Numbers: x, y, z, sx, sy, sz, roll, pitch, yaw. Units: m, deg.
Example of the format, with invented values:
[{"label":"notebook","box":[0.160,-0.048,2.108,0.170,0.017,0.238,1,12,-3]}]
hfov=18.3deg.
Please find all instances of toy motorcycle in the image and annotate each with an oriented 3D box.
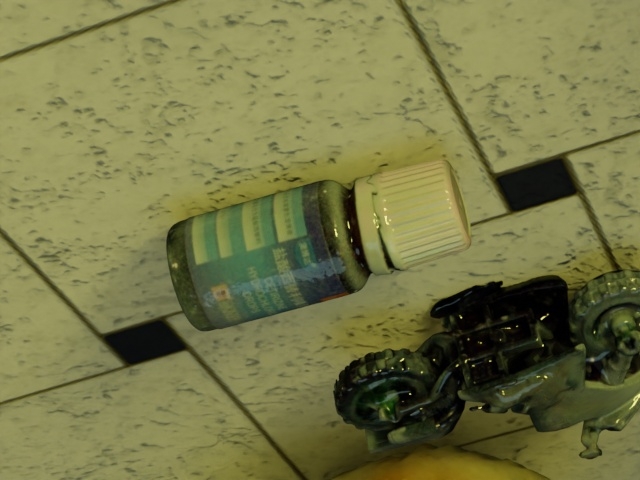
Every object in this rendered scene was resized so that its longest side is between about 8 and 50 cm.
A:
[{"label":"toy motorcycle","box":[0.151,0.106,1.546,0.270,0.106,0.159,-19,139,9]}]

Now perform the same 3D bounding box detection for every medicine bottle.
[{"label":"medicine bottle","box":[0.000,0.000,1.371,0.203,0.083,0.083,-17,146,10]}]

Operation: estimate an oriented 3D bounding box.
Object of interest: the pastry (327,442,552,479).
[{"label":"pastry","box":[0.095,0.367,1.674,0.389,0.388,0.312,-13,139,7]}]
